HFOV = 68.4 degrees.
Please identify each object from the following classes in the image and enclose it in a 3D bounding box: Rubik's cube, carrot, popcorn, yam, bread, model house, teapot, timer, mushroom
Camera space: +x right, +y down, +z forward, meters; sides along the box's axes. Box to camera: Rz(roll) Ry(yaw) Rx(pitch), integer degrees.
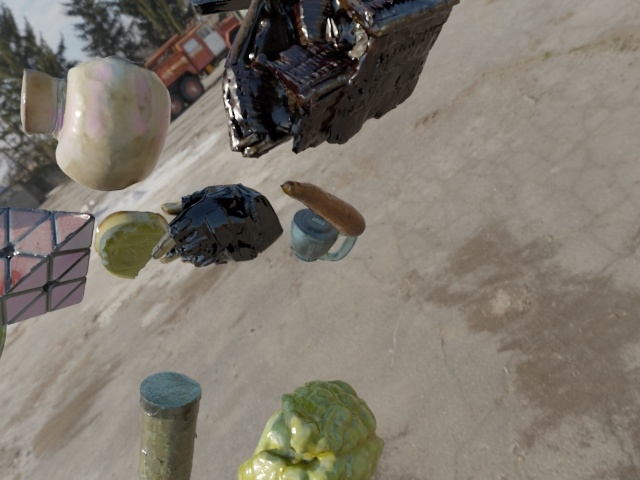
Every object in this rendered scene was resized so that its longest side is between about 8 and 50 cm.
[{"bbox_3d":[-0.407,0.074,0.665,0.211,0.178,0.191,8,60,16],"label":"Rubik's cube"},{"bbox_3d":[0.012,-0.063,0.886,0.059,0.248,0.059,-15,63,32],"label":"carrot"},{"bbox_3d":[-0.015,0.342,0.745,0.194,0.255,0.256,26,68,19],"label":"popcorn"},{"bbox_3d":[-0.249,0.334,0.763,0.093,0.093,0.259,-111,30,-63],"label":"yam"},{"bbox_3d":[-0.399,0.000,0.985,0.156,0.125,0.086,-44,47,3],"label":"bread"},{"bbox_3d":[0.009,-0.296,0.684,0.317,0.297,0.282,-32,23,-26],"label":"model house"},{"bbox_3d":[-0.007,-0.007,1.097,0.111,0.149,0.108,54,137,34],"label":"teapot"},{"bbox_3d":[-0.144,-0.492,0.914,0.187,0.055,0.144,0,59,14],"label":"timer"},{"bbox_3d":[-0.349,-0.187,0.769,0.162,0.236,0.173,-23,69,53],"label":"mushroom"}]

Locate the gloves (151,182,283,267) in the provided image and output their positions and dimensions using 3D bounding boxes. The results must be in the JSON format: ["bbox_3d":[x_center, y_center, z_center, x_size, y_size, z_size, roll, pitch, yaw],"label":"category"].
[{"bbox_3d":[-0.188,-0.016,0.808,0.203,0.164,0.124,-36,-1,-31],"label":"gloves"}]

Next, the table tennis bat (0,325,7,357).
[{"bbox_3d":[-0.501,0.219,0.612,0.224,0.054,0.369,-35,50,6],"label":"table tennis bat"}]
